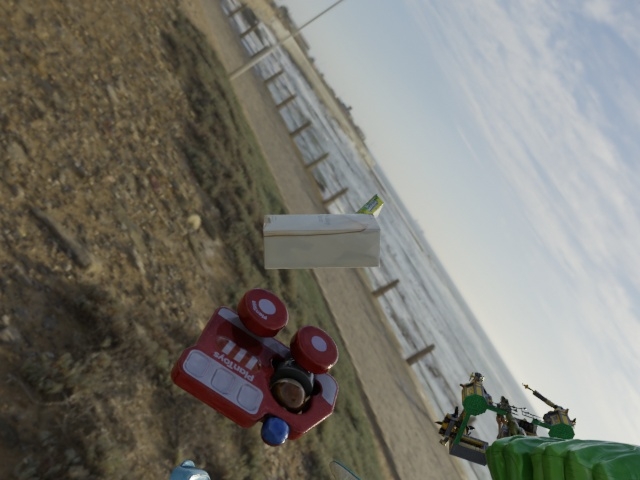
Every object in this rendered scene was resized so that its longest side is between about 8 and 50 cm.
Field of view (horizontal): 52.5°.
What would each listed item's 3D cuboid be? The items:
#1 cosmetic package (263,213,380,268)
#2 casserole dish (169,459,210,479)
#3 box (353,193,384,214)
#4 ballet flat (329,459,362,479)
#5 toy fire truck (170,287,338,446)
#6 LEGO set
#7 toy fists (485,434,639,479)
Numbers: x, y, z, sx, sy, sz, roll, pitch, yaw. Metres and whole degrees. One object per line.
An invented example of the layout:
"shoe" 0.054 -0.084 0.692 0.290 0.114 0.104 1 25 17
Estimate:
"cosmetic package" 0.000 0.000 1.766 0.160 0.309 0.113 -104 -167 -71
"casserole dish" -0.250 0.518 1.234 0.114 0.037 0.188 39 50 -60
"box" 0.137 -0.077 1.966 0.043 0.105 0.179 46 -10 10
"ballet flat" 0.078 0.525 1.349 0.168 0.052 0.057 32 -31 15
"toy fire truck" -0.111 0.257 1.219 0.302 0.169 0.254 37 31 -7
"LEGO set" 0.474 0.467 1.684 0.192 0.331 0.255 -62 162 -69
"toy fists" 0.312 0.299 0.824 0.279 0.142 0.096 135 -37 -71
